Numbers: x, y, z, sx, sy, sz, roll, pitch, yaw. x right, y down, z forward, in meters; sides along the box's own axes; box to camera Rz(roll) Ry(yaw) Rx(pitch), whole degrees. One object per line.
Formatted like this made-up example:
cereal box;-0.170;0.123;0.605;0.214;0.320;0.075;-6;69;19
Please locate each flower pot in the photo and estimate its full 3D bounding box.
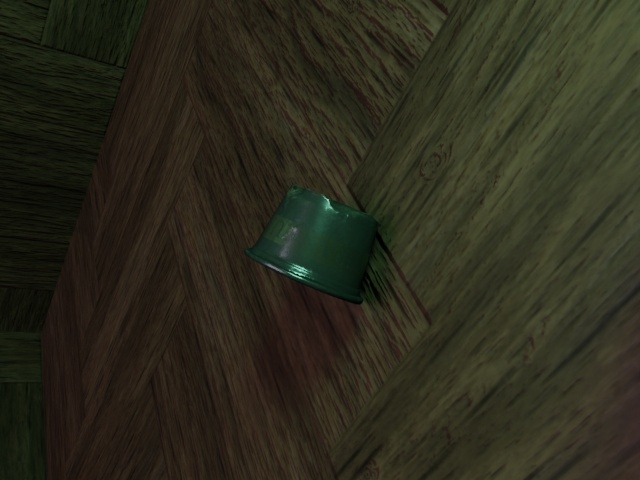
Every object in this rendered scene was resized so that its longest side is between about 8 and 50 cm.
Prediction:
flower pot;0.000;0.000;0.746;0.157;0.157;0.107;26;90;56
